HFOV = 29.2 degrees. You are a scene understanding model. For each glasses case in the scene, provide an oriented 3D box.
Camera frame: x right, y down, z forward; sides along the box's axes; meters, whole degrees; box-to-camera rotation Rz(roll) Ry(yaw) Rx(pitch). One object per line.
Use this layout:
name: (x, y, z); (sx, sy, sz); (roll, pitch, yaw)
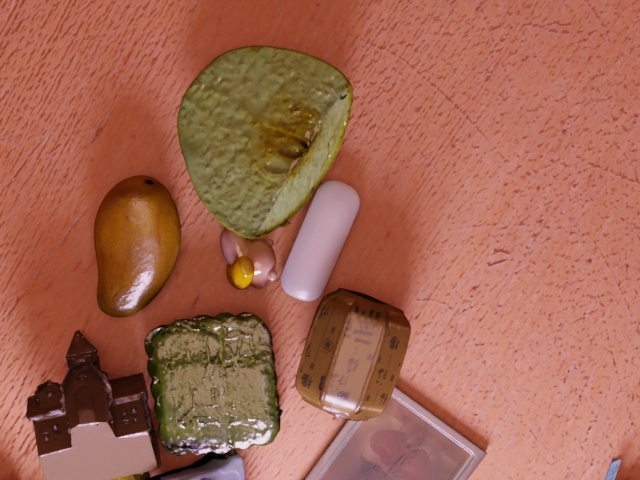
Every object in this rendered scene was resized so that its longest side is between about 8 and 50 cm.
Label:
glasses case: (0.000, 0.000, 1.932); (0.076, 0.049, 0.197); (22, 90, 0)

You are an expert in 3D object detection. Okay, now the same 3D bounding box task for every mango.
mango: (-0.287, 0.011, 1.908); (0.136, 0.099, 0.227); (11, 99, -5)

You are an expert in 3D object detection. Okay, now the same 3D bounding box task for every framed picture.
framed picture: (0.094, 0.391, 1.955); (0.211, 0.020, 0.289); (36, 91, 0)

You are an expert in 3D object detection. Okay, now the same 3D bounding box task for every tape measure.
tape measure: (-0.190, 0.429, 1.879); (0.182, 0.107, 0.180); (-18, 96, -40)

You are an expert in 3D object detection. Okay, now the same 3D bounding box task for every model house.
model house: (-0.355, 0.221, 1.858); (0.181, 0.176, 0.248); (-12, 49, -11)

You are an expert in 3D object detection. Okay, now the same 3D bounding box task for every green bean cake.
green bean cake: (-0.165, 0.218, 1.902); (0.201, 0.113, 0.214); (-6, 90, 1)

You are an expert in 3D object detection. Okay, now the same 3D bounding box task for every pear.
pear: (-0.099, -0.168, 1.895); (0.239, 0.139, 0.288); (32, 95, 14)

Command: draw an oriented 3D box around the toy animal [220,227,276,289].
toy animal: (-0.110, 0.027, 1.926); (0.082, 0.091, 0.114); (-14, 60, -17)

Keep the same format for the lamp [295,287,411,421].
lamp: (0.049, 0.174, 1.886); (0.161, 0.161, 0.185); (21, 90, -1)

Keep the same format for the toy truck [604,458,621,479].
toy truck: (0.475, 0.393, 1.944); (0.073, 0.056, 0.090); (-27, 78, 6)

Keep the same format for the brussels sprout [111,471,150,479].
brussels sprout: (-0.333, 0.365, 1.911); (0.139, 0.100, 0.181); (-17, 65, 1)
